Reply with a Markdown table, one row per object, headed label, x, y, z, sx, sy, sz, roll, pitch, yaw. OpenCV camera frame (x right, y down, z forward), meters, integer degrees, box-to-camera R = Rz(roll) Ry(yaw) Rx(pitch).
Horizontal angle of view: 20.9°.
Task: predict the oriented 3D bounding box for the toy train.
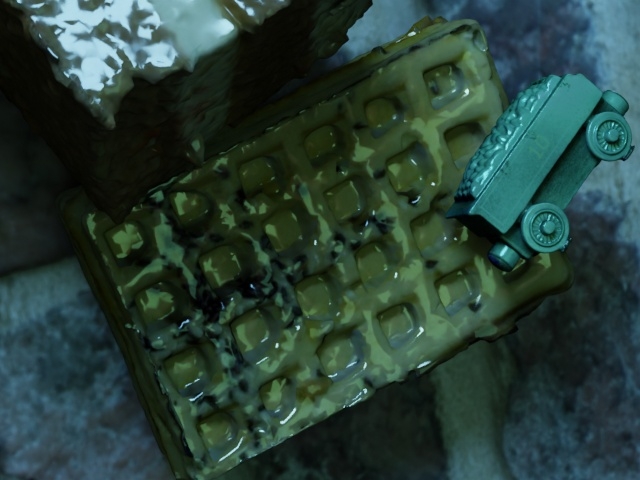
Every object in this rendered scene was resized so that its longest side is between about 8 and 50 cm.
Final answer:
| label | x | y | z | sx | sy | sz | roll | pitch | yaw |
| --- | --- | --- | --- | --- | --- | --- | --- | --- | --- |
| toy train | 0.174 | -0.059 | 1.367 | 0.099 | 0.070 | 0.172 | 39 | 77 | -12 |

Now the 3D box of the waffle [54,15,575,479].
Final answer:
| label | x | y | z | sx | sy | sz | roll | pitch | yaw |
| --- | --- | --- | --- | --- | --- | --- | --- | --- | --- |
| waffle | 0.000 | 0.000 | 1.388 | 0.376 | 0.114 | 0.261 | -26 | 107 | -18 |

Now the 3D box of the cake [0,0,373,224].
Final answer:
| label | x | y | z | sx | sy | sz | roll | pitch | yaw |
| --- | --- | --- | --- | --- | --- | --- | --- | --- | --- |
| cake | -0.115 | -0.206 | 1.187 | 0.290 | 0.255 | 0.282 | -36 | 85 | -13 |
